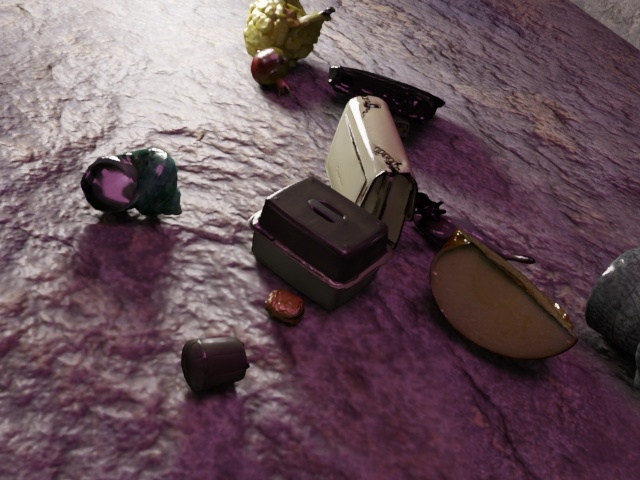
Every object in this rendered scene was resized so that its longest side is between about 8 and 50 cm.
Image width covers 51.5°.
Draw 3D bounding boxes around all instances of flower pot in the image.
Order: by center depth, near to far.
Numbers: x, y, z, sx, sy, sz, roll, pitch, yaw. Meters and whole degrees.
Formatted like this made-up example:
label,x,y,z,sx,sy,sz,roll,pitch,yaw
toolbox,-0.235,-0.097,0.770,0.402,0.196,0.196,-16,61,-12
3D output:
label,x,y,z,sx,sy,sz,roll,pitch,yaw
flower pot,0.762,0.191,1.454,0.299,0.299,0.283,-12,34,-31

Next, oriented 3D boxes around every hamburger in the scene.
label,x,y,z,sx,sy,sz,roll,pitch,yaw
hamburger,-0.073,0.136,1.378,0.083,0.044,0.076,22,41,9

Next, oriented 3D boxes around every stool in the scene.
label,x,y,z,sx,sy,sz,roll,pitch,yaw
stool,-0.191,0.220,1.197,0.110,0.096,0.096,-3,42,-32

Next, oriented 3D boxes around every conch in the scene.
label,x,y,z,sx,sy,sz,roll,pitch,yaw
conch,-0.408,-0.122,1.504,0.202,0.134,0.196,29,81,7

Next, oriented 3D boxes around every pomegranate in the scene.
label,x,y,z,sx,sy,sz,roll,pitch,yaw
pomegranate,-0.158,-0.531,2.107,0.129,0.159,0.129,-9,6,1

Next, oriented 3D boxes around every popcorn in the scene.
label,x,y,z,sx,sy,sz,roll,pitch,yaw
popcorn,-0.126,-0.711,2.224,0.293,0.237,0.293,7,42,-6

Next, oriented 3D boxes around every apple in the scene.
label,x,y,z,sx,sy,sz,roll,pitch,yaw
apple,0.397,0.125,1.457,0.254,0.179,0.346,-39,70,-25

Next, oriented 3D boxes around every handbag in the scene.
label,x,y,z,sx,sy,sz,roll,pitch,yaw
handbag,0.131,-0.178,1.677,0.160,0.237,0.358,4,40,-13

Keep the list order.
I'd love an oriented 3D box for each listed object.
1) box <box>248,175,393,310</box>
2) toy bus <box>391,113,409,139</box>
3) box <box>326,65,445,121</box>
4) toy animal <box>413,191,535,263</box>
label,x,y,z,sx,sy,sz,roll,pitch,yaw
box,0.000,0.000,1.470,0.290,0.166,0.220,34,43,23
toy bus,0.190,-0.355,2.043,0.172,0.072,0.057,2,37,-19
box,0.211,-0.472,2.111,0.359,0.091,0.350,23,17,9
toy animal,0.348,-0.010,1.652,0.324,0.090,0.195,29,-5,-13
